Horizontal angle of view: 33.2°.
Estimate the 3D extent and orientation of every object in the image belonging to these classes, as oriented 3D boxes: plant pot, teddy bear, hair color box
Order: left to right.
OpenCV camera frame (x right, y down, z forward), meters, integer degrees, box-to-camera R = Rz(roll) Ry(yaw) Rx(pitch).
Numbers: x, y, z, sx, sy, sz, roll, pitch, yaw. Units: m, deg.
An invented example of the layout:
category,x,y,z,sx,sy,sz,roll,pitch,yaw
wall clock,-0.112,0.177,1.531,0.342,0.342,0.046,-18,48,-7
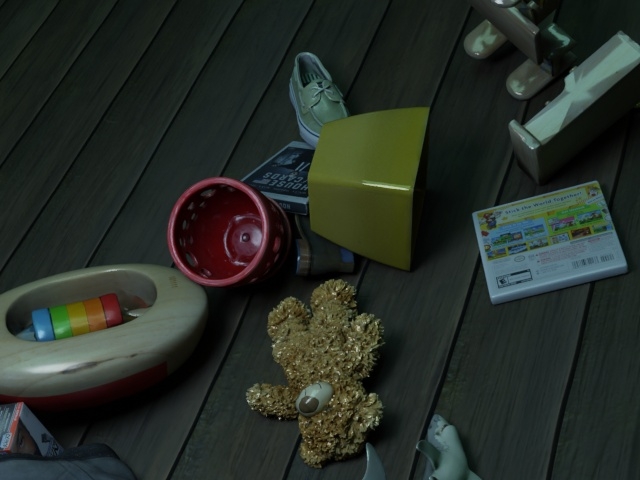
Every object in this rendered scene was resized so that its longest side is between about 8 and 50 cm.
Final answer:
category,x,y,z,sx,sy,sz,roll,pitch,yaw
hair color box,-0.475,0.349,1.744,0.053,0.167,0.093,-11,45,16
plant pot,-0.152,-0.006,1.900,0.191,0.174,0.191,-2,82,17
teddy bear,-0.005,0.195,1.736,0.245,0.113,0.338,-8,45,19
plant pot,0.083,-0.100,1.877,0.187,0.212,0.212,8,50,9

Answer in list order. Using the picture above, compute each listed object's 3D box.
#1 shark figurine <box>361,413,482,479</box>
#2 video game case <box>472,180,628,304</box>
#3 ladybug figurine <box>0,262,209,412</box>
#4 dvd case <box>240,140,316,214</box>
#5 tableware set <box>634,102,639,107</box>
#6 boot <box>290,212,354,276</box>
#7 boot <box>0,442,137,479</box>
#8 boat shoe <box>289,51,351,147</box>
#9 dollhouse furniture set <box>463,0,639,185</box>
category,x,y,z,sx,sy,sz,roll,pitch,yaw
shark figurine,0.133,0.357,1.507,0.116,0.278,0.166,-48,70,29
video game case,0.384,0.002,1.818,0.227,0.026,0.206,-15,44,11
ladybug figurine,-0.408,0.176,1.835,0.449,0.162,0.305,-11,31,-10
dvd case,-0.040,-0.125,2.065,0.179,0.030,0.238,10,33,30
tableware set,0.573,-0.277,2.011,0.154,0.024,0.104,-9,48,13
boot,0.000,0.000,1.969,0.106,0.082,0.219,5,33,-8
boot,-0.387,0.406,1.589,0.338,0.118,0.222,-12,28,-40
boat shoe,-0.007,-0.283,2.187,0.109,0.094,0.302,-15,38,-12
dollhouse furniture set,0.353,-0.337,1.933,0.256,0.362,0.394,-40,66,-1
